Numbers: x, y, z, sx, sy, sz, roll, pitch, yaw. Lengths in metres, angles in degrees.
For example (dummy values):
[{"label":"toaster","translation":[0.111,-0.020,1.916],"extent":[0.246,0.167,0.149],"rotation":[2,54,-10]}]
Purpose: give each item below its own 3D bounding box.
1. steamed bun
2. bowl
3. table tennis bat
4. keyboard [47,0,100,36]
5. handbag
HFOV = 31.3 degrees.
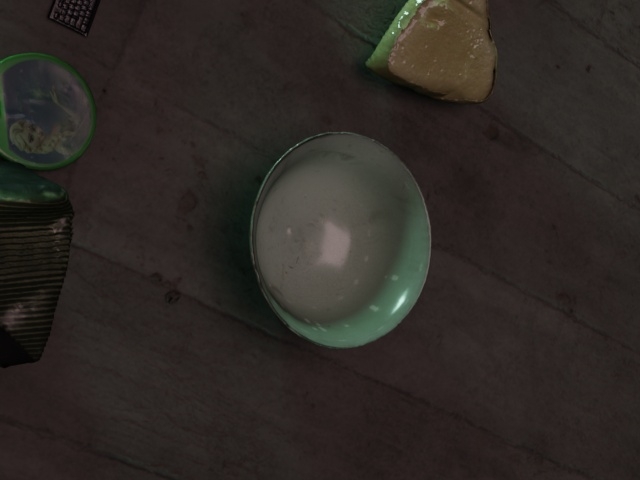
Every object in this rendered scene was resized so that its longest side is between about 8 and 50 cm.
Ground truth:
[{"label":"steamed bun","translation":[0.193,-0.338,1.840],"extent":[0.231,0.110,0.212],"rotation":[16,98,-33]},{"label":"bowl","translation":[0.000,0.000,1.694],"extent":[0.313,0.146,0.313],"rotation":[1,89,-32]},{"label":"table tennis bat","translation":[-0.418,-0.174,1.515],"extent":[0.257,0.039,0.160],"rotation":[0,87,-33]},{"label":"keyboard","translation":[-0.321,-0.386,1.592],"extent":[0.063,0.010,0.198],"rotation":[23,77,-30]},{"label":"handbag","translation":[-0.478,0.027,1.365],"extent":[0.340,0.247,0.240],"rotation":[1,99,-33]}]
